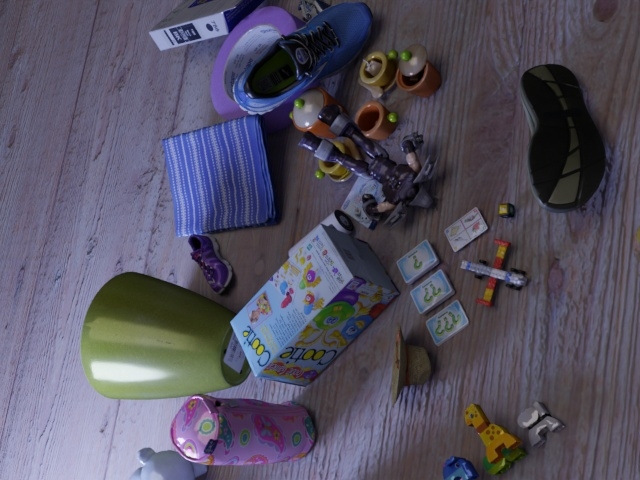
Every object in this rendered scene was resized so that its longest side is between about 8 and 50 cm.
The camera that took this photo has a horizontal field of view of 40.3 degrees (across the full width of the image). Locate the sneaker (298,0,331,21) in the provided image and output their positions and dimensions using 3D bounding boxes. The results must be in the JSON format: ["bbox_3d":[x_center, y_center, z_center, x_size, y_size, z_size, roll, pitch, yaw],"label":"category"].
[{"bbox_3d":[-0.010,-0.506,1.933,0.058,0.052,0.135,-60,37,22],"label":"sneaker"}]

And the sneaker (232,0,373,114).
[{"bbox_3d":[-0.026,-0.369,1.761,0.330,0.129,0.147,-38,9,-4],"label":"sneaker"}]

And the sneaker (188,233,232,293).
[{"bbox_3d":[-0.254,0.052,1.935,0.068,0.071,0.170,-50,49,18],"label":"sneaker"}]

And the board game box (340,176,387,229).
[{"bbox_3d":[0.092,-0.079,1.696,0.090,0.020,0.090,38,102,42],"label":"board game box"}]

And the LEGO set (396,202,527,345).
[{"bbox_3d":[0.245,0.041,1.488,0.244,0.060,0.182,-39,56,26],"label":"LEGO set"}]

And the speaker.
[{"bbox_3d":[0.000,0.000,1.730,0.136,0.055,0.055,-40,52,25],"label":"speaker"}]

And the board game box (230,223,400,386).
[{"bbox_3d":[-0.014,0.127,1.634,0.275,0.142,0.144,-47,49,20],"label":"board game box"}]

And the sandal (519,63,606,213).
[{"bbox_3d":[0.387,-0.162,1.412,0.120,0.086,0.302,1,52,6],"label":"sandal"}]

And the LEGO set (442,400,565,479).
[{"bbox_3d":[0.253,0.314,1.359,0.227,0.087,0.093,-45,50,20],"label":"LEGO set"}]

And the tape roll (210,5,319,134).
[{"bbox_3d":[-0.123,-0.381,1.958,0.275,0.090,0.274,-16,66,38],"label":"tape roll"}]

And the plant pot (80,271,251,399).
[{"bbox_3d":[-0.292,0.215,1.804,0.294,0.275,0.274,5,78,28],"label":"plant pot"}]

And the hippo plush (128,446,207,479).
[{"bbox_3d":[-0.348,0.533,1.734,0.294,0.235,0.236,-50,33,43],"label":"hippo plush"}]

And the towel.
[{"bbox_3d":[-0.231,-0.138,1.948,0.336,0.040,0.243,-7,92,41],"label":"towel"}]

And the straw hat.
[{"bbox_3d":[0.159,0.214,1.496,0.061,0.144,0.144,4,73,0],"label":"straw hat"}]

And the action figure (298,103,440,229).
[{"bbox_3d":[0.104,-0.142,1.619,0.285,0.099,0.185,37,97,15],"label":"action figure"}]

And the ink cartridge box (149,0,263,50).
[{"bbox_3d":[-0.256,-0.551,2.110,0.333,0.065,0.165,0,41,45],"label":"ink cartridge box"}]

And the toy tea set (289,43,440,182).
[{"bbox_3d":[0.072,-0.280,1.714,0.336,0.124,0.200,-42,51,24],"label":"toy tea set"}]

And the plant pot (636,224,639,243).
[{"bbox_3d":[0.505,-0.006,1.248,0.083,0.082,0.081,-44,50,37],"label":"plant pot"}]

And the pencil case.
[{"bbox_3d":[-0.134,0.340,1.568,0.124,0.284,0.124,-11,71,36],"label":"pencil case"}]
